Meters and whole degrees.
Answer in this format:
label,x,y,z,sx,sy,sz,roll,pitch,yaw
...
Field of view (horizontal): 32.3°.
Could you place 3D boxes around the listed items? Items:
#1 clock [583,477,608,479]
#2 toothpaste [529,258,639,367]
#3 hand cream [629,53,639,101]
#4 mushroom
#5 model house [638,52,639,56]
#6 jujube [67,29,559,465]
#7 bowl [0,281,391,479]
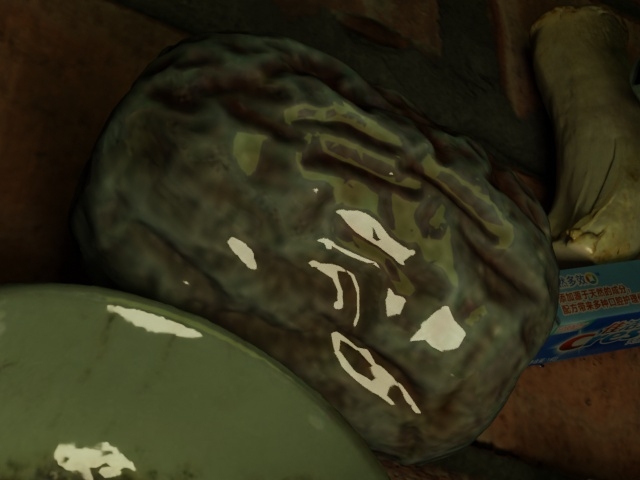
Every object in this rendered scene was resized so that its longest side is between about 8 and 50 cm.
label,x,y,z,sx,sy,sz,roll,pitch,yaw
clock,0.248,0.254,0.764,0.197,0.063,0.150,14,50,-26
toothpaste,0.276,0.052,0.919,0.272,0.066,0.053,-5,56,-29
hand cream,0.379,-0.068,1.036,0.320,0.067,0.109,44,16,-38
mushroom,0.254,-0.096,1.032,0.122,0.095,0.351,11,47,-2
model house,0.457,-0.136,1.166,0.301,0.190,0.271,11,52,-9
jujube,0.000,0.000,0.696,0.317,0.226,0.226,31,44,-3
bowl,-0.106,0.166,0.509,0.289,0.146,0.289,23,31,-15
